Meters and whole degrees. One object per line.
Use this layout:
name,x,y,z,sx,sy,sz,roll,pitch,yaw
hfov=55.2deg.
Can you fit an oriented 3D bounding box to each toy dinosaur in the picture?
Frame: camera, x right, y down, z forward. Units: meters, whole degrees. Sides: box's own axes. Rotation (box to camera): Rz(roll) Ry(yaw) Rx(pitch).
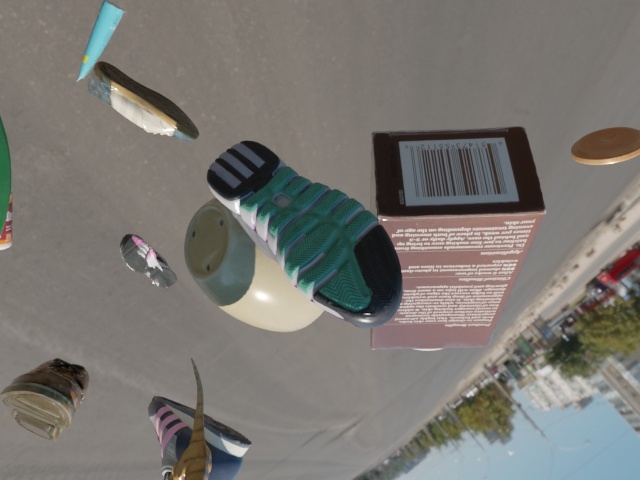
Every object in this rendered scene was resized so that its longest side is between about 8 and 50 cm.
toy dinosaur,-0.156,0.273,0.772,0.064,0.212,0.112,13,134,-20

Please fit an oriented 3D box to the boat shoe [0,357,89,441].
boat shoe,-0.427,0.234,0.967,0.307,0.110,0.104,-39,-157,54

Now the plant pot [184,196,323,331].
plant pot,-0.123,0.015,1.075,0.190,0.284,0.284,12,128,-46

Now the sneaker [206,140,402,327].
sneaker,-0.006,0.001,0.524,0.083,0.223,0.098,-38,145,-10

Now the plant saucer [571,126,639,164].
plant saucer,0.339,-0.114,0.719,0.083,0.083,0.013,-31,118,-21

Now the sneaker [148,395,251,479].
sneaker,-0.226,0.335,0.979,0.319,0.112,0.131,-9,-126,62

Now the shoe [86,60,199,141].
shoe,-0.327,-0.245,1.133,0.219,0.077,0.058,33,116,-23

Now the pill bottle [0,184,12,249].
pill bottle,-0.597,-0.063,1.094,0.086,0.086,0.152,-11,112,-52

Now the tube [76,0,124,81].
tube,-0.555,-0.492,1.523,0.207,0.052,0.080,-59,-168,15

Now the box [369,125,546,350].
box,0.164,0.019,0.852,0.191,0.143,0.381,-1,146,2

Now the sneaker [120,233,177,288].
sneaker,-0.426,0.045,1.489,0.072,0.077,0.178,-35,132,-6

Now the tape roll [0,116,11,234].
tape roll,-0.411,-0.062,0.460,0.077,0.322,0.321,-4,-177,37
